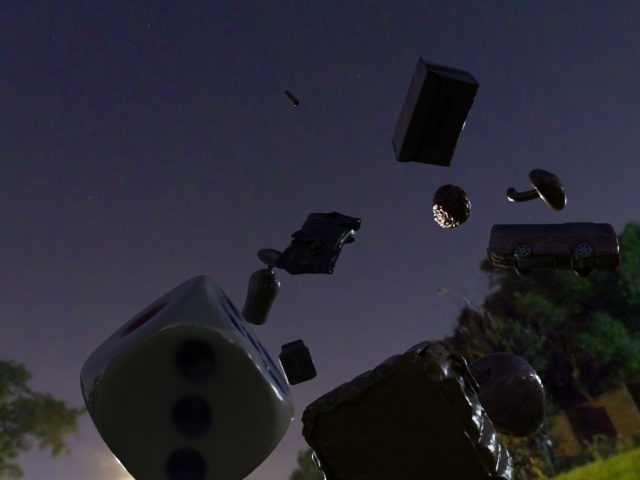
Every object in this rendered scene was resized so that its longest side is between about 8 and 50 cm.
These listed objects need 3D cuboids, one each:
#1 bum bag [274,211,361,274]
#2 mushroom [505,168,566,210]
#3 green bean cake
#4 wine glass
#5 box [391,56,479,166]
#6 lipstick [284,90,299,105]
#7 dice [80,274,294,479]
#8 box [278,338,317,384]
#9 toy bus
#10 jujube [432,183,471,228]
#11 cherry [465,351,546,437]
[{"bbox_3d":[0.000,0.000,1.083,0.123,0.248,0.060,9,-66,14],"label":"bum bag"},{"bbox_3d":[0.424,-0.104,1.054,0.088,0.073,0.129,28,-6,-36],"label":"mushroom"},{"bbox_3d":[0.117,0.269,0.703,0.224,0.230,0.131,-31,-8,18],"label":"green bean cake"},{"bbox_3d":[-0.176,0.146,1.661,0.103,0.103,0.231,4,-58,-31],"label":"wine glass"},{"bbox_3d":[0.308,-0.345,1.466,0.153,0.188,0.252,12,-61,-5],"label":"box"},{"bbox_3d":[-0.083,-0.413,1.559,0.019,0.094,0.019,-11,-56,-16],"label":"lipstick"},{"bbox_3d":[-0.234,0.260,0.992,0.277,0.304,0.304,-37,11,-9],"label":"dice"},{"bbox_3d":[-0.056,0.290,1.298,0.074,0.054,0.099,-17,-67,-1],"label":"box"},{"bbox_3d":[0.369,0.011,0.857,0.192,0.077,0.065,0,-31,26],"label":"toy bus"},{"bbox_3d":[0.386,-0.097,1.586,0.109,0.112,0.176,-4,-18,9],"label":"jujube"},{"bbox_3d":[0.516,0.431,1.538,0.213,0.285,0.236,-51,7,-21],"label":"cherry"}]
